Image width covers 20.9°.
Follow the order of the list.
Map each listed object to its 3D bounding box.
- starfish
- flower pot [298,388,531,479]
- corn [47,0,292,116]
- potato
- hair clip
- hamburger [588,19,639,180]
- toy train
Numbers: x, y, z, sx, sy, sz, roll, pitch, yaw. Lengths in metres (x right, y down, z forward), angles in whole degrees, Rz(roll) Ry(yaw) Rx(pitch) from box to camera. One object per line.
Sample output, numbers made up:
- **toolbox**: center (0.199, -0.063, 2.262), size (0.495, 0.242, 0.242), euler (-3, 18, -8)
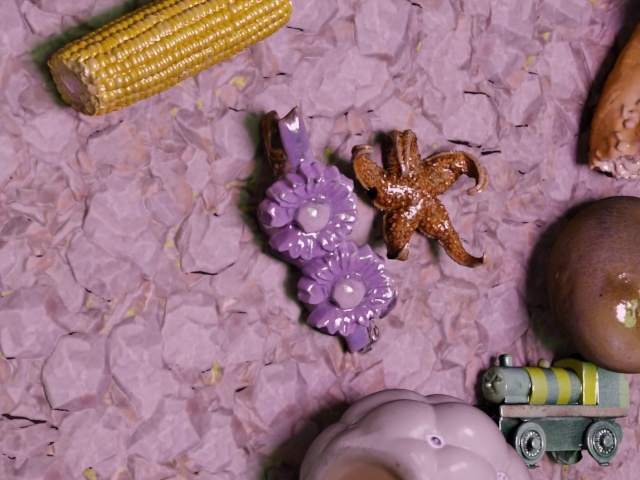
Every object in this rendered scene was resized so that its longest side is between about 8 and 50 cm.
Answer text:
- **starfish**: center (0.094, -0.042, 1.786), size (0.190, 0.074, 0.146), euler (20, 73, -36)
- **flower pot**: center (0.091, 0.268, 1.727), size (0.195, 0.246, 0.246), euler (7, 91, -60)
- **corn**: center (-0.133, -0.190, 1.618), size (0.248, 0.081, 0.081), euler (-30, 111, -28)
- **potato**: center (0.340, 0.045, 1.916), size (0.235, 0.160, 0.178), euler (-45, 119, -45)
- **hair clip**: center (0.000, 0.000, 1.741), size (0.106, 0.084, 0.292), euler (-28, 116, -10)
- **hamburger**: center (0.518, -0.214, 1.959), size (0.445, 0.268, 0.287), euler (-11, 97, -32)
- **toy train**: center (0.252, 0.188, 1.928), size (0.200, 0.083, 0.132), euler (4, 82, -34)
